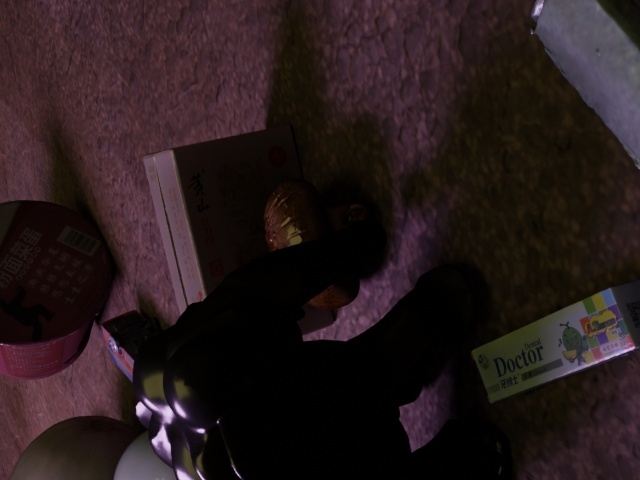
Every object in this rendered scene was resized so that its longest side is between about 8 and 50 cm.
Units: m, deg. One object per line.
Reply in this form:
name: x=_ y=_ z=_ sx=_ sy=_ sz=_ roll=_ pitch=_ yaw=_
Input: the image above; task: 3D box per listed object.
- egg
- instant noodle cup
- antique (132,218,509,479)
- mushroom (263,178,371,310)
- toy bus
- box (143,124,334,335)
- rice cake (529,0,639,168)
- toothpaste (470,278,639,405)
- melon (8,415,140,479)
egg: x=-0.170 y=0.291 z=1.242 sx=0.192 sy=0.149 sz=0.149 roll=-39 pitch=70 yaw=49
instant noodle cup: x=-0.422 y=0.085 z=1.495 sx=0.235 sy=0.234 sz=0.178 roll=59 pitch=154 yaw=23
antique: x=0.000 y=0.160 z=0.808 sx=0.185 sy=0.255 sz=0.322 roll=7 pitch=111 yaw=59
mushroom: x=-0.007 y=0.004 z=0.918 sx=0.109 sy=0.085 sz=0.126 roll=-8 pitch=111 yaw=55
toy bus: x=-0.219 y=0.163 z=1.348 sx=0.192 sy=0.065 sz=0.077 roll=35 pitch=138 yaw=47
box: x=-0.074 y=0.002 z=0.973 sx=0.058 sy=0.141 sz=0.201 roll=-4 pitch=101 yaw=53
rice cake: x=0.221 y=-0.038 z=0.560 sx=0.336 sy=0.063 sz=0.066 roll=58 pitch=145 yaw=24
toothpaste: x=0.169 y=0.074 z=0.720 sx=0.164 sy=0.034 sz=0.046 roll=-39 pitch=67 yaw=57
melon: x=-0.324 y=0.401 z=1.442 sx=0.272 sy=0.271 sz=0.308 roll=-26 pitch=73 yaw=58
